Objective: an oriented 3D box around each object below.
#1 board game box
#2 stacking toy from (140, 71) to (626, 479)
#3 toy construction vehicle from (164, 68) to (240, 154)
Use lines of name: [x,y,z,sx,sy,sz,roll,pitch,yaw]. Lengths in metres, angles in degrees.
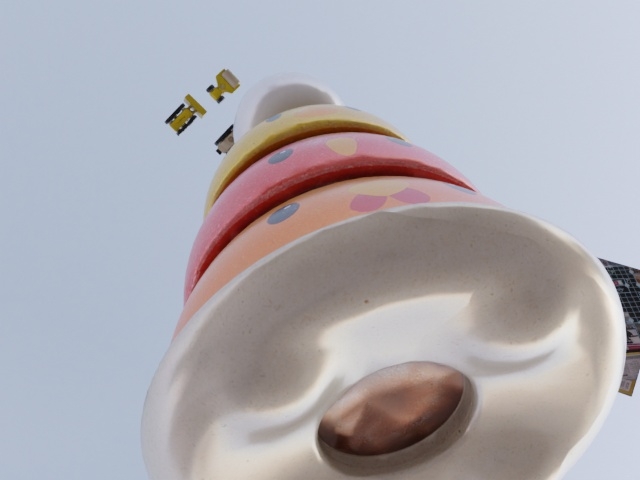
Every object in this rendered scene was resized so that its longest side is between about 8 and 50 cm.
board game box: [0.318,0.092,1.318,0.243,0.042,0.165,17,-89,12]
stacking toy: [0.000,0.000,0.839,0.350,0.480,0.350,-10,-50,-12]
toy construction vehicle: [-0.121,-0.147,1.166,0.086,0.035,0.098,42,-91,-5]
